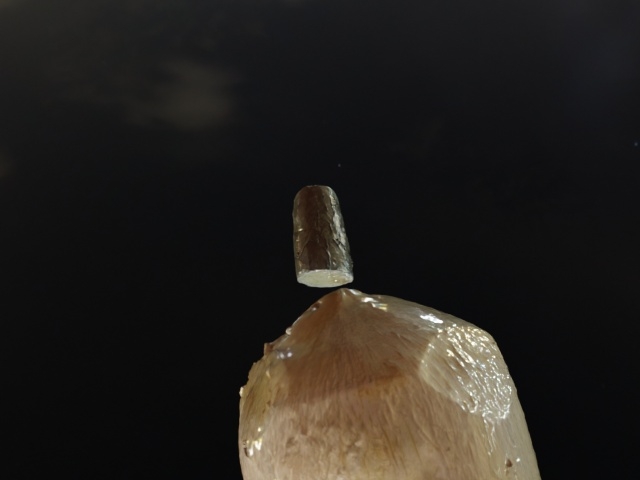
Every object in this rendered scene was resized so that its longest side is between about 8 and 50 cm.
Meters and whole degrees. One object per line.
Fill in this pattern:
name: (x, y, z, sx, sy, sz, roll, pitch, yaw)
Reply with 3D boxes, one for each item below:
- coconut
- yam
coconut: (0.068, 0.236, 0.721, 0.346, 0.346, 0.361, -16, -101, 3)
yam: (0.000, 0.000, 1.033, 0.107, 0.107, 0.183, -11, -124, 8)
